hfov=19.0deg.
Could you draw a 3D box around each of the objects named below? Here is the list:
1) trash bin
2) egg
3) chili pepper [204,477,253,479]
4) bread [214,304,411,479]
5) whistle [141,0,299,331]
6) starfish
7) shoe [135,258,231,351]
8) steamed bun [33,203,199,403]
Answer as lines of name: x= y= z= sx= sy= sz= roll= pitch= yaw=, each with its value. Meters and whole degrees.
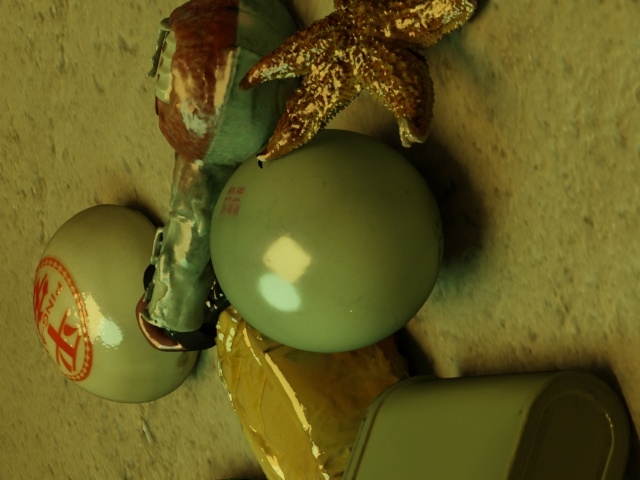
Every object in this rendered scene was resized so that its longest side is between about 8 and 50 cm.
trash bin: x=0.113 y=0.216 z=1.492 sx=0.247 sy=0.121 sz=0.243 roll=-15 pitch=52 yaw=63
egg: x=0.000 y=0.000 z=1.577 sx=0.264 sy=0.183 sz=0.182 roll=-178 pitch=69 yaw=-72
chili pepper: x=-0.096 y=0.366 z=2.053 sx=0.385 sy=0.168 sz=0.213 roll=-12 pitch=96 yaw=65
bread: x=0.010 y=0.150 z=1.723 sx=0.250 sy=0.133 sz=0.179 roll=57 pitch=153 yaw=27
whistle: x=-0.102 y=-0.086 z=1.713 sx=0.142 sy=0.134 sz=0.346 roll=40 pitch=121 yaw=51
starfish: x=0.027 y=-0.155 z=1.481 sx=0.043 sy=0.227 sz=0.240 roll=38 pitch=-149 yaw=-42
shoe: x=-0.107 y=0.036 z=1.864 sx=0.114 sy=0.137 sz=0.291 roll=63 pitch=153 yaw=11
steamed bun: x=-0.244 y=0.079 z=2.155 sx=0.232 sy=0.145 sz=0.231 roll=44 pitch=145 yaw=42
